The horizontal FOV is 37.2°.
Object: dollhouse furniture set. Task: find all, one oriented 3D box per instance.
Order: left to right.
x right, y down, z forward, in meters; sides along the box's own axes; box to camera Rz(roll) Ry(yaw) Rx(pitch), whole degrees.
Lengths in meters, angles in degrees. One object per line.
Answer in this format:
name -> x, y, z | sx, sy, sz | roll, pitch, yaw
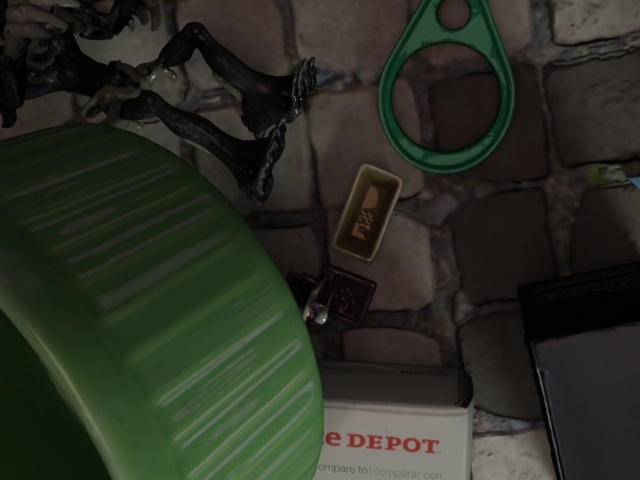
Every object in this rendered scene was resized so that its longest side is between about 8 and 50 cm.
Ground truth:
dollhouse furniture set -> 0.000, 0.000, 0.632 | 0.090, 0.081, 0.114 | 22, 101, 6

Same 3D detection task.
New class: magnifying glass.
magnifying glass -> 0.089, -0.159, 0.624 | 0.092, 0.026, 0.231 | 6, 98, 9

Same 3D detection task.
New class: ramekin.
ramekin -> -0.143, 0.081, 0.535 | 0.303, 0.148, 0.304 | 21, 126, 32

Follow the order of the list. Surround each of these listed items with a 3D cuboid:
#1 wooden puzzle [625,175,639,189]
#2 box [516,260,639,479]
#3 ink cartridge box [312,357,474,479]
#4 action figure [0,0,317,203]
wooden puzzle -> 0.266, -0.052, 0.616 | 0.116, 0.014, 0.079 | -38, 90, 13
box -> 0.182, 0.107, 0.578 | 0.093, 0.158, 0.156 | -13, 96, 11
ink cartridge box -> 0.021, 0.198, 0.652 | 0.158, 0.092, 0.218 | 2, 96, 9
action figure -> -0.141, -0.130, 0.601 | 0.275, 0.164, 0.141 | 22, 140, 1
